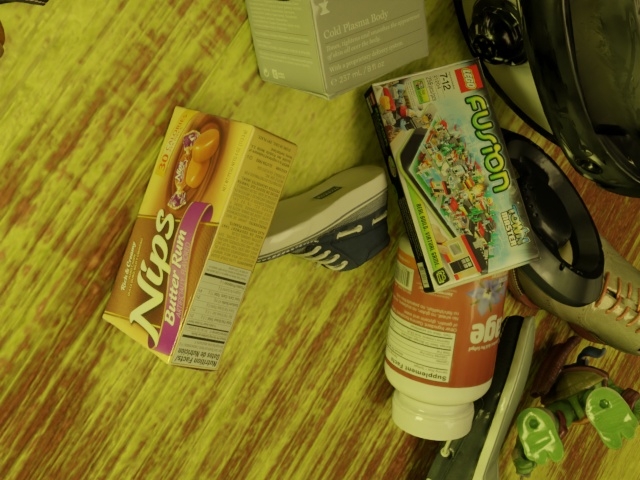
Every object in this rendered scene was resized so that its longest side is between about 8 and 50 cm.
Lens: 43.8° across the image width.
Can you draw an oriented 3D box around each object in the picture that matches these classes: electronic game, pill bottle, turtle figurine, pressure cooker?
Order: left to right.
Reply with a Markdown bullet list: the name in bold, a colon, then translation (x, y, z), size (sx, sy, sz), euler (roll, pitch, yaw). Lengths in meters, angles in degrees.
- **pill bottle**: translation (0.135, 0.101, 0.873), size (0.121, 0.121, 0.216), euler (-9, 111, -41)
- **electronic game**: translation (0.244, -0.030, 0.895), size (0.229, 0.048, 0.229), euler (30, 42, -31)
- **turtle figurine**: translation (0.362, 0.275, 1.066), size (0.266, 0.197, 0.275), euler (18, 87, -66)
- **pressure cooker**: translation (0.335, -0.265, 0.762), size (0.420, 0.370, 0.375), euler (-41, 172, -24)

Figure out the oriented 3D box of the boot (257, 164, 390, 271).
- **boot**: translation (0.000, 0.000, 0.746), size (0.190, 0.069, 0.086), euler (-27, 119, -36)

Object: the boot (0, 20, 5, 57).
- **boot**: translation (-0.216, -0.263, 0.406), size (0.295, 0.104, 0.211), euler (49, 67, -27)

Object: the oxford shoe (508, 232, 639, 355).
- **oxford shoe**: translation (0.381, 0.061, 1.069), size (0.397, 0.146, 0.141), euler (26, 89, -44)

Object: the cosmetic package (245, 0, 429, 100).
- **cosmetic package**: translation (0.003, -0.251, 0.638), size (0.127, 0.107, 0.238), euler (-29, 126, -28)

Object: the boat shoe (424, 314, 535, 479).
- **boat shoe**: translation (0.189, 0.228, 0.990), size (0.114, 0.091, 0.303), euler (15, 92, -65)

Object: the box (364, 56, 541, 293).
- **box**: translation (0.127, -0.064, 0.774), size (0.114, 0.036, 0.207), euler (-17, 88, -9)

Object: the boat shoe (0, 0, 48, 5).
- **boat shoe**: translation (-0.230, -0.156, 0.493), size (0.125, 0.046, 0.038), euler (-2, 106, -40)

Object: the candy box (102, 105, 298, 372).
- **candy box**: translation (-0.098, -0.004, 0.627), size (0.053, 0.109, 0.187), euler (20, 92, -45)
